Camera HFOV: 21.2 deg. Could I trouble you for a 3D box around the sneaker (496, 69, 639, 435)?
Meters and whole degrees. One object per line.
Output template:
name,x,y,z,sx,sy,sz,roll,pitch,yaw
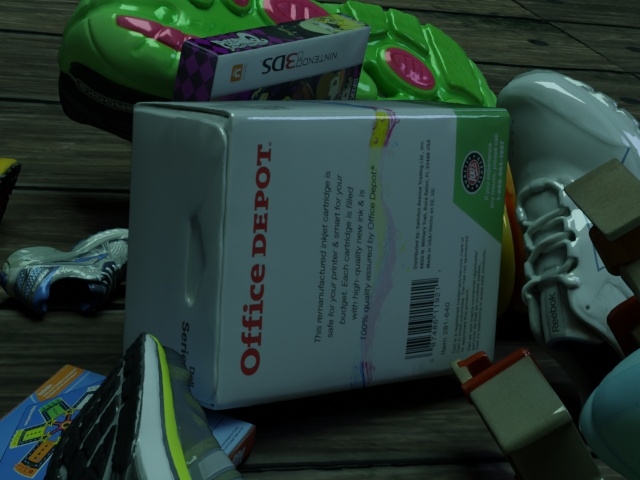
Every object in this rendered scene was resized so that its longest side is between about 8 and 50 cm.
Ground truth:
sneaker,0.204,0.012,1.293,0.129,0.297,0.111,-24,-1,-41

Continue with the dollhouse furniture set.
dollhouse furniture set,0.227,0.070,1.159,0.259,0.262,0.135,-30,25,2

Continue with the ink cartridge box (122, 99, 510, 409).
ink cartridge box,0.000,0.000,1.245,0.278,0.201,0.117,-4,11,-42

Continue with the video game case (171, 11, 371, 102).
video game case,-0.053,-0.058,1.369,0.041,0.232,0.210,25,24,28

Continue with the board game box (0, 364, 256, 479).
board game box,-0.154,0.158,1.051,0.145,0.027,0.281,18,22,12

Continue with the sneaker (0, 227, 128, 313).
sneaker,-0.180,0.032,1.343,0.135,0.052,0.058,-15,42,-35

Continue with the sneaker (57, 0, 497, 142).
sneaker,-0.019,-0.116,1.577,0.482,0.202,0.185,21,57,-25

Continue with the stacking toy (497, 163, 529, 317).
stacking toy,0.107,0.006,1.442,0.301,0.175,0.166,-9,30,-12

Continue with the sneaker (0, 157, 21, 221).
sneaker,-0.311,-0.033,1.355,0.092,0.088,0.225,21,7,0

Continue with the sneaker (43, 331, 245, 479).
sneaker,-0.073,0.163,0.948,0.121,0.111,0.300,31,20,-28

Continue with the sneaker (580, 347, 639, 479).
sneaker,0.319,0.139,1.079,0.366,0.150,0.135,27,58,-26
